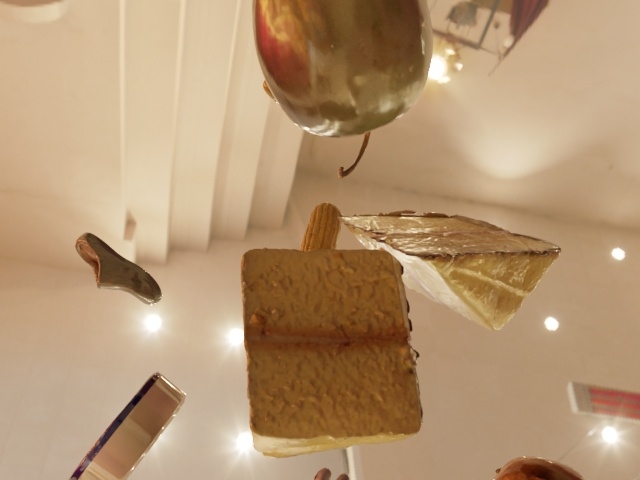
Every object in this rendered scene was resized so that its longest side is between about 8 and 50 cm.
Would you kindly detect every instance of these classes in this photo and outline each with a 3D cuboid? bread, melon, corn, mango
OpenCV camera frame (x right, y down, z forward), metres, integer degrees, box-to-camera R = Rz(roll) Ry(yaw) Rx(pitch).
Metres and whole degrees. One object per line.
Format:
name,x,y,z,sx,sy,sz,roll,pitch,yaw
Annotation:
bread,0.013,0.159,1.011,0.236,0.198,0.264,-3,-110,-5
melon,0.031,-0.285,1.003,0.271,0.308,0.272,-8,-125,12
corn,0.000,0.000,1.637,0.081,0.081,0.248,16,-143,-1
mango,0.405,0.470,1.249,0.236,0.166,0.136,23,-148,36
bread,0.221,-0.014,1.303,0.345,0.405,0.242,27,-103,47

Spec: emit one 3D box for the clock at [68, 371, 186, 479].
clock,-0.329,0.340,1.241,0.083,0.230,0.230,40,-131,-4

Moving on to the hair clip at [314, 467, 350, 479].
hair clip,-0.034,0.502,1.162,0.137,0.278,0.090,32,-172,-36

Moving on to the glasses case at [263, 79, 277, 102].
glasses case,-0.014,-0.336,1.242,0.079,0.064,0.234,35,-97,-23

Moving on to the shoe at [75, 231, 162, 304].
shoe,-0.393,0.068,1.352,0.195,0.079,0.078,41,-129,1
